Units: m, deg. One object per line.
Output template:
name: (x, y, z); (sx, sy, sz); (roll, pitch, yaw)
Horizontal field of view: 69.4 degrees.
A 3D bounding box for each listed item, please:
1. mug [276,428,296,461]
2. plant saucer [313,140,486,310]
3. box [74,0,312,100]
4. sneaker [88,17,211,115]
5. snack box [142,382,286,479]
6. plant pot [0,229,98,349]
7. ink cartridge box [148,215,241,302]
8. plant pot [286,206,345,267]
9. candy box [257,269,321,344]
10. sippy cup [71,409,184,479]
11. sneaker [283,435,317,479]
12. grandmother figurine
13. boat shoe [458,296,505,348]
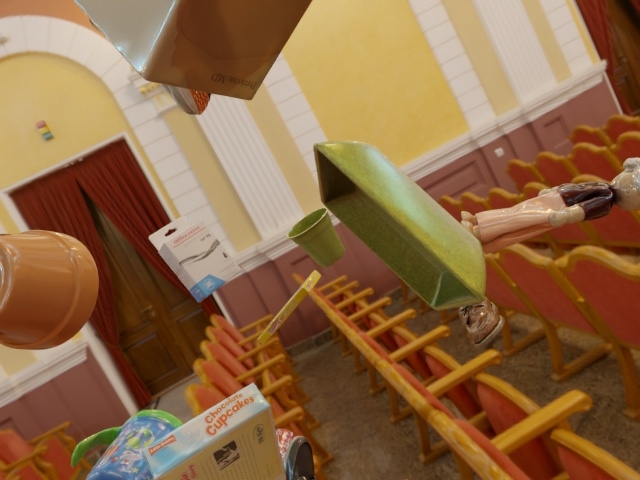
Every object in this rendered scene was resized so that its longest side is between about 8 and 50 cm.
mug: (-0.123, 0.724, 1.508); (0.113, 0.150, 0.169); (-45, 15, 30)
plant saucer: (0.078, -0.015, 0.460); (0.045, 0.188, 0.188); (-45, -9, -6)
box: (-0.057, -0.282, 0.373); (0.311, 0.121, 0.148); (-51, -18, 28)
sneaker: (-0.237, -0.284, 0.624); (0.121, 0.262, 0.099); (-1, 50, 17)
snack box: (-0.158, 0.400, 0.784); (0.187, 0.321, 0.060); (-26, 43, -26)
plant pot: (-0.694, 0.104, 1.045); (0.291, 0.290, 0.203); (-27, -14, 4)
ink cartridge box: (-0.272, 0.030, 1.000); (0.104, 0.180, 0.060); (-40, 4, -36)
plant pot: (0.000, 0.000, 0.768); (0.083, 0.079, 0.083); (-33, 17, 11)
candy box: (-0.078, 0.168, 1.166); (0.206, 0.027, 0.105); (-50, 2, 26)
sippy cup: (-0.472, 0.597, 1.188); (0.306, 0.240, 0.224); (-20, 5, 13)
sneaker: (-0.018, 0.559, 1.034); (0.118, 0.221, 0.083); (-17, -24, 40)
grandmother figurine: (0.435, -0.059, 0.832); (0.343, 0.104, 0.208); (-16, 22, 22)
boat shoe: (0.441, 0.215, 1.317); (0.110, 0.104, 0.307); (-48, -8, 12)
